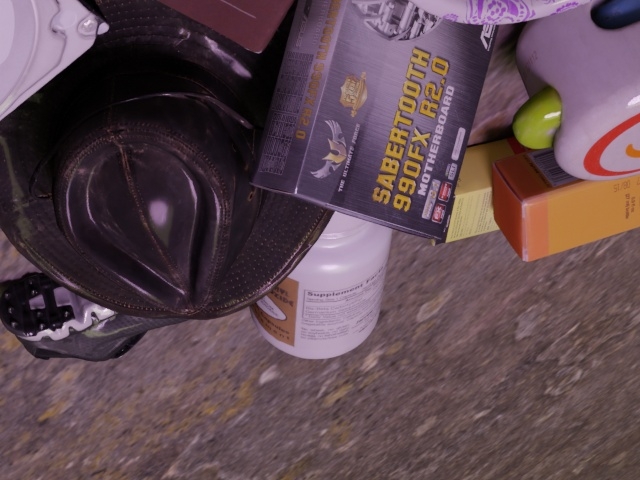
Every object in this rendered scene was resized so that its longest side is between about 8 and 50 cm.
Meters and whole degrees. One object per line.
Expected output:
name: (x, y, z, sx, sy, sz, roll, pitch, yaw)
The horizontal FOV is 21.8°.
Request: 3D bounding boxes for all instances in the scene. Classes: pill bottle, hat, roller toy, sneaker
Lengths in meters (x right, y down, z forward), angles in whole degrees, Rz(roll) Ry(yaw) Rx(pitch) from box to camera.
pill bottle: (0.000, 0.000, 1.551, 0.131, 0.131, 0.229, -14, 147, -14)
hat: (-0.124, -0.033, 1.325, 0.331, 0.134, 0.331, -4, 127, -5)
roller toy: (0.277, -0.156, 1.472, 0.209, 0.146, 0.191, 5, 149, -47)
sneaker: (-0.185, 0.063, 1.590, 0.234, 0.078, 0.106, -12, 151, -9)

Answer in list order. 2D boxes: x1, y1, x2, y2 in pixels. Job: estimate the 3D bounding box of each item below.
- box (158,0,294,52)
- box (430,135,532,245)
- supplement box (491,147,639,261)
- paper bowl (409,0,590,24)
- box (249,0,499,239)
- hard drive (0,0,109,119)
box: (-0.026, -0.312, 0.981, 0.191, 0.143, 0.381, 26, 131, -10)
box: (0.214, -0.064, 1.658, 0.232, 0.058, 0.087, -14, 147, -12)
supplement box: (0.284, -0.060, 1.590, 0.233, 0.080, 0.078, -16, 130, -10)
paper bowl: (0.150, -0.297, 1.173, 0.284, 0.148, 0.284, -16, 148, -11)
box: (0.052, -0.131, 1.322, 0.183, 0.056, 0.231, 17, 88, -47)
hard drive: (-0.344, -0.116, 1.174, 0.339, 0.064, 0.237, -36, 147, 7)
